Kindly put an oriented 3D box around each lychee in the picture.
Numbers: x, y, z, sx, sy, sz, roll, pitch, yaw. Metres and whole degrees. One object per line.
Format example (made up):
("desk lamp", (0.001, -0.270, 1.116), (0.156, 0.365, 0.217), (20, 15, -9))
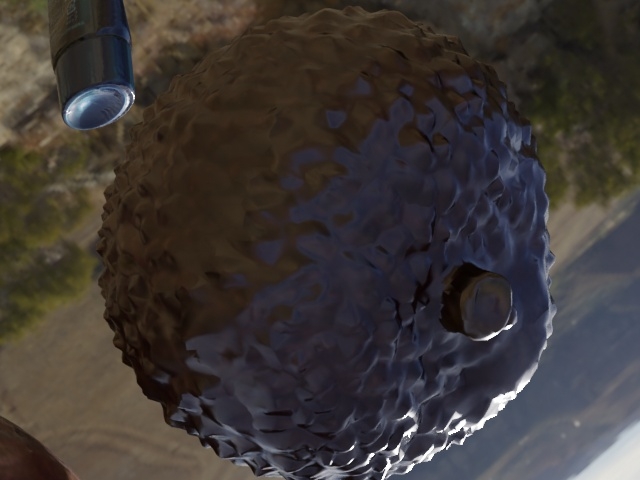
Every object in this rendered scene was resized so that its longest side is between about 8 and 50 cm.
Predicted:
("lychee", (0.001, 0.000, 0.448), (0.194, 0.194, 0.194), (-38, 166, -11))

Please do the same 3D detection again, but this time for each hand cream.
("hand cream", (-0.206, -0.233, 0.984), (0.061, 0.271, 0.120), (-1, 159, -30))

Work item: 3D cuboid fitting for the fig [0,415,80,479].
("fig", (-0.227, 0.186, 0.597), (0.263, 0.224, 0.224), (-8, 150, -31))
